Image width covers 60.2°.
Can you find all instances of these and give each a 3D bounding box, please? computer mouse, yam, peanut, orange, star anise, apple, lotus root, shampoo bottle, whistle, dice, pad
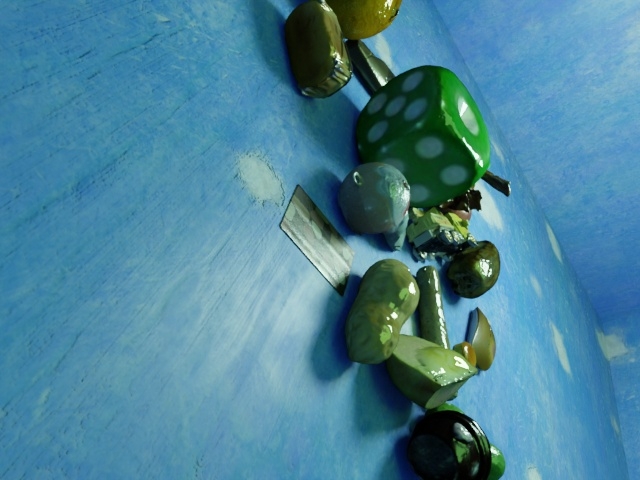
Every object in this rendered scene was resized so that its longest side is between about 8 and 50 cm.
[{"bbox_3d":[0.522,0.313,1.785,0.125,0.056,0.245,58,31,-15],"label":"computer mouse"},{"bbox_3d":[0.307,0.241,1.482,0.083,0.083,0.371,35,42,-41],"label":"yam"},{"bbox_3d":[0.140,0.145,1.224,0.147,0.148,0.318,56,34,-17],"label":"peanut"},{"bbox_3d":[0.103,-0.719,1.602,0.274,0.274,0.274,34,44,-42],"label":"orange"},{"bbox_3d":[0.437,-0.161,1.693,0.238,0.346,0.148,-8,101,-28],"label":"star anise"},{"bbox_3d":[0.232,0.301,1.291,0.193,0.119,0.265,34,15,30],"label":"apple"},{"bbox_3d":[0.441,-0.105,1.864,0.153,0.120,0.153,32,46,-40],"label":"apple"},{"bbox_3d":[0.510,0.092,1.808,0.152,0.160,0.275,53,33,-4],"label":"lotus root"},{"bbox_3d":[0.200,-0.519,1.803,0.350,0.084,0.125,41,42,-35],"label":"shampoo bottle"},{"bbox_3d":[0.168,-0.078,1.407,0.348,0.189,0.189,44,37,-50],"label":"whistle"},{"bbox_3d":[0.292,-0.288,1.577,0.297,0.300,0.287,40,40,-34],"label":"dice"},{"bbox_3d":[0.000,0.000,1.244,0.235,0.003,0.158,50,35,-26],"label":"pad"}]

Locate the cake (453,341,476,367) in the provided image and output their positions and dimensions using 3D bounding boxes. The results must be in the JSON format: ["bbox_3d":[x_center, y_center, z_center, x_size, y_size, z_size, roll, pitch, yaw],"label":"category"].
[{"bbox_3d":[0.429,0.341,1.634,0.084,0.044,0.084,32,48,-43],"label":"cake"}]

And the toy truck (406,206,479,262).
[{"bbox_3d":[0.363,-0.026,1.700,0.272,0.124,0.157,5,56,-52],"label":"toy truck"}]

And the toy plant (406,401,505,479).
[{"bbox_3d":[0.295,0.460,1.234,0.218,0.175,0.235,38,17,35],"label":"toy plant"}]

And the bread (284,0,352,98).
[{"bbox_3d":[-0.012,-0.494,1.416,0.107,0.136,0.241,10,61,-51],"label":"bread"}]
